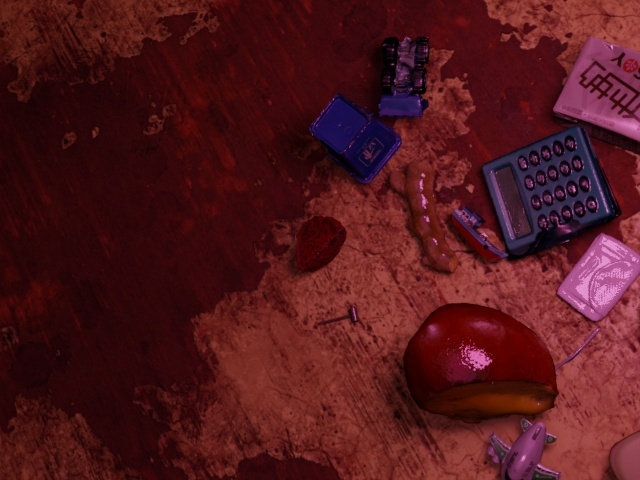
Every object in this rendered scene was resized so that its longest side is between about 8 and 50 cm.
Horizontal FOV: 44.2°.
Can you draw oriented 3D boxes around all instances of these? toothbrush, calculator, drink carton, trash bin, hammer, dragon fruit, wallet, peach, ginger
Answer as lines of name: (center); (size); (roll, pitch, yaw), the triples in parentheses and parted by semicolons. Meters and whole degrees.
toothbrush: (0.573, 0.256, 1.786); (0.162, 0.014, 0.017); (-49, 55, 6)
calculator: (0.519, -0.109, 1.809); (0.274, 0.058, 0.248); (-23, 75, 30)
drink carton: (0.715, -0.306, 1.765); (0.324, 0.132, 0.194); (26, 90, 23)
trash bin: (0.074, -0.260, 1.930); (0.184, 0.234, 0.162); (40, 96, 20)
hammer: (0.044, 0.197, 1.988); (0.110, 0.019, 0.036); (-17, 76, 22)
dragon fruit: (0.000, 0.000, 2.005); (0.162, 0.083, 0.106); (-50, 56, 16)
wallet: (0.633, 0.082, 1.783); (0.124, 0.032, 0.183); (39, 96, 23)
peach: (0.356, 0.292, 1.733); (0.338, 0.281, 0.281); (34, 94, 12)
ginger: (0.261, -0.058, 1.921); (0.118, 0.065, 0.299); (-29, 70, 30)

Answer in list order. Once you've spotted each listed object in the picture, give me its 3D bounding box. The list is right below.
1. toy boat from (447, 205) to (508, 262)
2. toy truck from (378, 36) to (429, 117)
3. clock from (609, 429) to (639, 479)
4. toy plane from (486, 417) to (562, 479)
toy boat: (0.376, -0.016, 1.870); (0.059, 0.069, 0.173); (-46, 65, 16)
toy truck: (0.211, -0.397, 1.962); (0.113, 0.126, 0.208); (4, 83, 15)
clock: (0.781, 0.467, 1.633); (0.308, 0.096, 0.235); (-34, 71, 12)
toy plane: (0.454, 0.480, 1.755); (0.174, 0.080, 0.174); (1, 92, 23)
